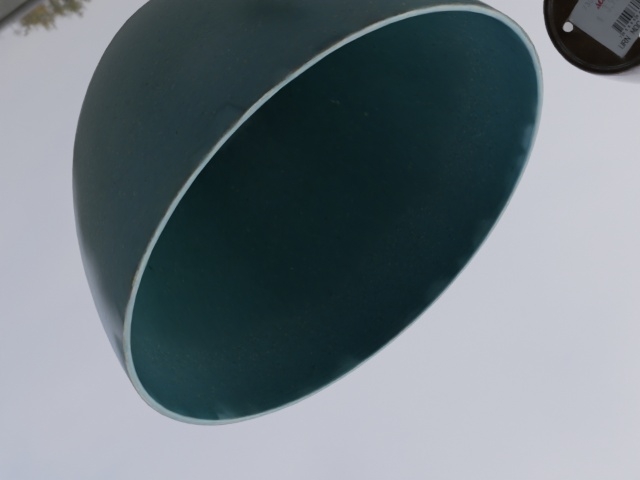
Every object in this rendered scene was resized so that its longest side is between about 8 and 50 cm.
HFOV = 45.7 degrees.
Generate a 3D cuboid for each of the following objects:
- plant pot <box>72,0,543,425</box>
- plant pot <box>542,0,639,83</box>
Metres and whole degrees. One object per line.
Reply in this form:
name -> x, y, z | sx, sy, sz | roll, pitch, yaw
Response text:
plant pot -> -0.036, -0.057, 0.481 | 0.290, 0.290, 0.195 | -40, -121, -7
plant pot -> 0.300, -0.224, 0.668 | 0.215, 0.215, 0.230 | 1, -157, 44
